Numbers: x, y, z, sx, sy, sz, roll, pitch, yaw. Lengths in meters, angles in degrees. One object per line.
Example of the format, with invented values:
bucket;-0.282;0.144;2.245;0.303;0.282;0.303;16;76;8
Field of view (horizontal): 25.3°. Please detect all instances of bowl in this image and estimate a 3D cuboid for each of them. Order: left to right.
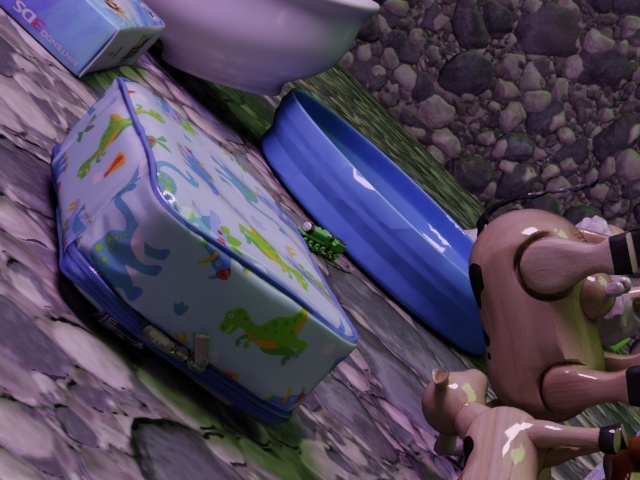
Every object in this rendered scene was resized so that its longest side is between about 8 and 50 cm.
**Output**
bowl;-0.093;-0.247;1.595;0.298;0.134;0.298;17;13;-4
bowl;0.084;-0.018;1.658;0.391;0.077;0.391;43;9;-8

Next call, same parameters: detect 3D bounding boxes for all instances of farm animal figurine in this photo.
farm animal figurine;0.166;0.119;1.082;0.330;0.172;0.326;25;63;-63

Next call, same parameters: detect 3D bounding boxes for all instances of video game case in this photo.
video game case;-0.273;-0.267;1.296;0.269;0.061;0.244;43;10;-4

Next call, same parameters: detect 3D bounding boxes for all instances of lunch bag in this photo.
lunch bag;-0.073;0.005;0.855;0.176;0.090;0.219;38;11;-28

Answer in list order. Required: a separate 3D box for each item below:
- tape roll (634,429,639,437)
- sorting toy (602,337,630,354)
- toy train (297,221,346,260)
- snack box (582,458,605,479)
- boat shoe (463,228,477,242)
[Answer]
tape roll;0.422;0.258;1.524;0.189;0.189;0.080;46;10;14
sorting toy;0.345;0.099;2.155;0.196;0.047;0.348;58;-15;-11
toy train;0.000;0.000;1.383;0.017;0.024;0.083;49;10;29
snack box;0.343;0.310;1.333;0.174;0.070;0.207;39;9;-22
boat shoe;0.253;0.056;1.994;0.096;0.098;0.277;12;-25;35
